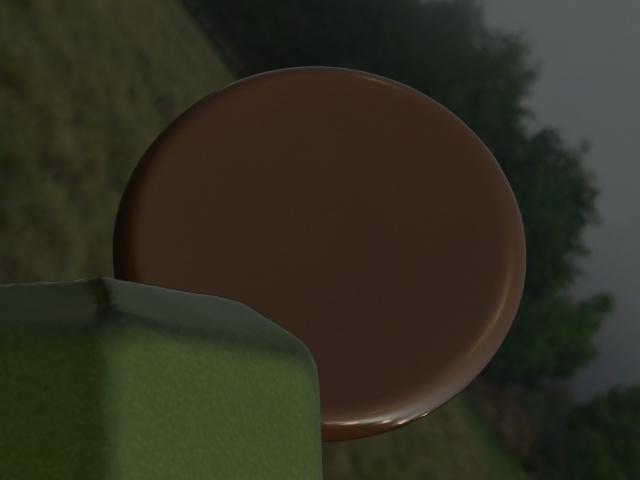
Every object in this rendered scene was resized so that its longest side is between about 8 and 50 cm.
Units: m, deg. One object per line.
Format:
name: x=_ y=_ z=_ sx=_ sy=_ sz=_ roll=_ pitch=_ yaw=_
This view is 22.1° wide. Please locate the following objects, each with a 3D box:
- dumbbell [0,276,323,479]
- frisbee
dumbbell: x=-0.057 y=0.161 z=0.342 sx=0.121 sy=0.108 sz=0.302 roll=140 pitch=-47 yaw=-64
frisbee: x=0.000 y=0.000 z=0.986 sx=0.251 sy=0.250 sz=0.021 roll=53 pitch=-18 yaw=19
